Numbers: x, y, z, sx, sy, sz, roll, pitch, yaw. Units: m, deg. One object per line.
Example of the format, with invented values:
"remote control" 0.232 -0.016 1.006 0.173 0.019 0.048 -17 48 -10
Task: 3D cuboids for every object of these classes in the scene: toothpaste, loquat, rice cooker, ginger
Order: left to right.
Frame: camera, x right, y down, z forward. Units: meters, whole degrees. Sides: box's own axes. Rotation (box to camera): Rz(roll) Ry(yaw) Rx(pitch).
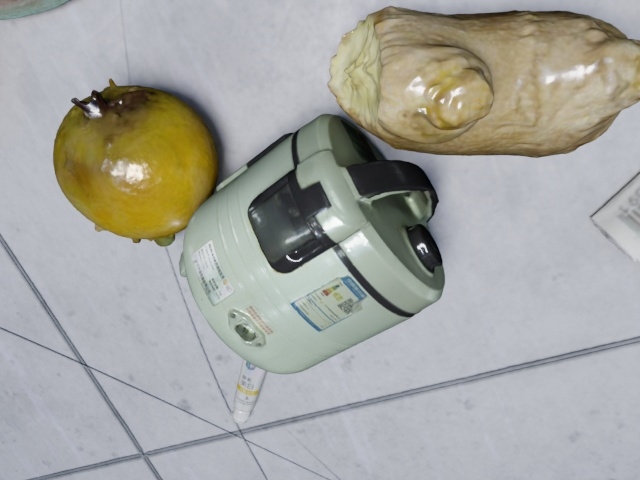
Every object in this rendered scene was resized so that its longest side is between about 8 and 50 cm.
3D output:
"loquat" -0.198 -0.075 0.562 0.172 0.149 0.204 5 127 8
"toothpaste" -0.091 0.175 0.707 0.048 0.031 0.190 20 112 7
"rice cooker" 0.000 0.000 0.515 0.244 0.226 0.226 -30 104 24
"ginger" 0.138 -0.134 0.440 0.276 0.221 0.130 3 104 19

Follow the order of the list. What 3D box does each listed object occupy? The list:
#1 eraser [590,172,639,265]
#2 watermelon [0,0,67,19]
"eraser" 0.481 -0.087 0.451 0.213 0.082 0.397 36 114 -5
"watermelon" -0.315 -0.333 0.483 0.136 0.202 0.207 -34 108 -18
